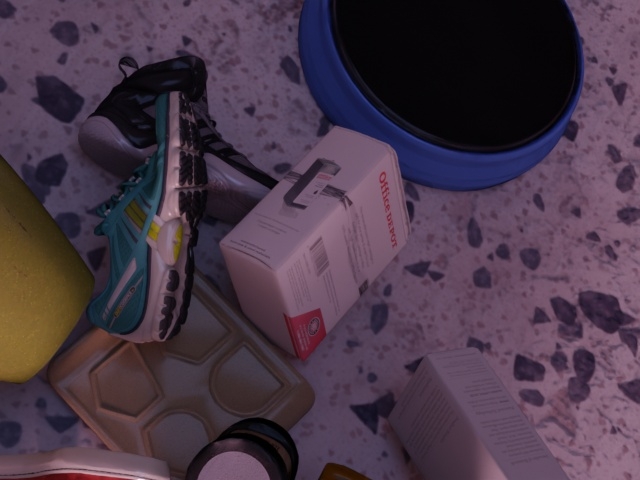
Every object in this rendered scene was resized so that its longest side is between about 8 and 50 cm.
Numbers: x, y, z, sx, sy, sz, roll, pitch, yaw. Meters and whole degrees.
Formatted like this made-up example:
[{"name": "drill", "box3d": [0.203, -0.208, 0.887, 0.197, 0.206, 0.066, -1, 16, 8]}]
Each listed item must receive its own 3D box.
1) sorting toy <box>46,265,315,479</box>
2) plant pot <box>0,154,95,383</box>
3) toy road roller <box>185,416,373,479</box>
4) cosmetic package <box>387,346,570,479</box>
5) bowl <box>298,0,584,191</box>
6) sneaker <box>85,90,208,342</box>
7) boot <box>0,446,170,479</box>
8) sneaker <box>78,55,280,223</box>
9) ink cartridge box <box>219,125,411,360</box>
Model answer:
[{"name": "sorting toy", "box3d": [-0.183, 0.190, 1.368, 0.307, 0.041, 0.229, -41, 86, -24]}, {"name": "plant pot", "box3d": [-0.383, 0.009, 1.263, 0.293, 0.274, 0.275, 37, 60, -18]}, {"name": "toy road roller", "box3d": [-0.021, 0.335, 1.246, 0.329, 0.202, 0.241, 24, 90, 4]}, {"name": "cosmetic package", "box3d": [0.177, 0.239, 1.377, 0.085, 0.117, 0.231, -6, 48, -35]}, {"name": "bowl", "box3d": [0.166, -0.257, 1.655, 0.391, 0.077, 0.391, 7, 66, -16]}, {"name": "sneaker", "box3d": [-0.188, -0.030, 1.350, 0.110, 0.107, 0.275, 8, 81, 11]}, {"name": "boot", "box3d": [-0.249, 0.291, 1.208, 0.088, 0.244, 0.176, 33, 53, -51]}, {"name": "sneaker", "box3d": [-0.135, -0.125, 1.476, 0.268, 0.101, 0.153, 22, 65, -7]}, {"name": "ink cartridge box", "box3d": [0.000, 0.000, 1.433, 0.092, 0.159, 0.218, 25, 56, 32]}]
